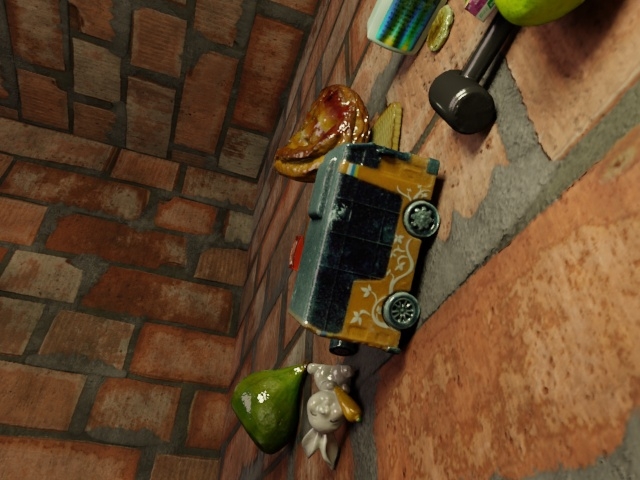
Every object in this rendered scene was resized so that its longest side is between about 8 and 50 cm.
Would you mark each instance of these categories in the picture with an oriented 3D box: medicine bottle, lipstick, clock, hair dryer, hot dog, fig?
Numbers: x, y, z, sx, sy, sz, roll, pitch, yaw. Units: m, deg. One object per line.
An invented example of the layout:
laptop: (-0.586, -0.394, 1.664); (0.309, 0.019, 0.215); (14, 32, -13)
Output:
medicine bottle: (0.189, -0.491, 0.971); (0.229, 0.121, 0.083); (122, 158, -50)
lipstick: (0.060, 0.133, 1.066); (0.053, 0.053, 0.234); (124, 160, -54)
clock: (-0.062, 0.043, 1.578); (0.155, 0.061, 0.113); (-179, 102, -79)
hair dryer: (0.250, -0.274, 0.693); (0.248, 0.071, 0.114); (-59, 20, 26)
hot dog: (0.007, -0.254, 1.252); (0.267, 0.174, 0.387); (-56, 9, 3)
fig: (-0.109, 0.416, 1.292); (0.235, 0.203, 0.203); (-39, 6, -15)

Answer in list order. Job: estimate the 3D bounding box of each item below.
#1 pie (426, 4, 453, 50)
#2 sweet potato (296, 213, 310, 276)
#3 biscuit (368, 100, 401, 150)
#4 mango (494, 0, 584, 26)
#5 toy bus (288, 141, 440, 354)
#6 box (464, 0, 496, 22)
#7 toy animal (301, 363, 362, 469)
pie: (0.230, -0.409, 0.942); (0.084, 0.020, 0.084); (-167, 90, -76)
sweet potato: (0.000, 0.000, 1.303); (0.109, 0.109, 0.385); (-93, 16, -47)
biscuit: (0.130, -0.168, 1.091); (0.172, 0.029, 0.254); (135, 146, -65)
mango: (0.258, -0.373, 0.549); (0.185, 0.149, 0.273); (-41, 44, 42)
toy bus: (0.070, 0.007, 0.826); (0.162, 0.194, 0.323); (-176, 99, -77)
box: (0.242, -0.382, 0.729); (0.050, 0.041, 0.207); (-51, 12, 38)
toy animal: (0.026, 0.340, 0.953); (0.127, 0.131, 0.181); (69, -152, -52)
